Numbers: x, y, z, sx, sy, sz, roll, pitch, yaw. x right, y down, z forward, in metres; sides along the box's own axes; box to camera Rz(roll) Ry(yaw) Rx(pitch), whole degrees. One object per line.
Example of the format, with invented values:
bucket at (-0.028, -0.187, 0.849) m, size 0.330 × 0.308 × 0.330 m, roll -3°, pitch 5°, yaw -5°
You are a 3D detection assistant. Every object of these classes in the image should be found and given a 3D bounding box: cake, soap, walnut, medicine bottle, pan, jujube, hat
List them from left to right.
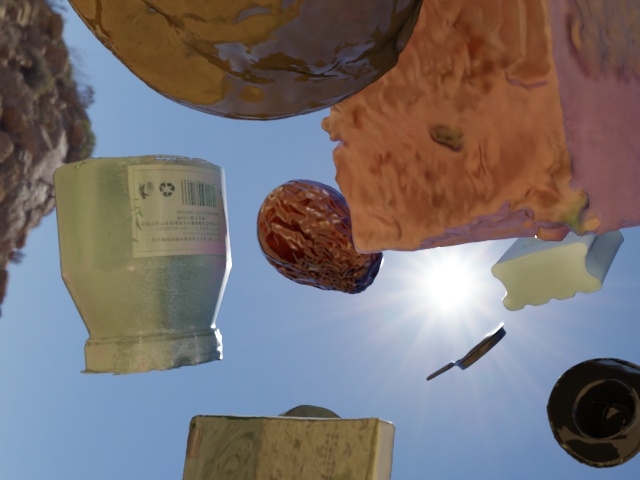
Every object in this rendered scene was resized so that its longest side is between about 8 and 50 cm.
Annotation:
medicine bottle at (-0.252, 0.040, 1.001) m, size 0.245 × 0.245 × 0.290 m, roll -9°, pitch -97°, yaw 53°
walnut at (-0.036, -0.177, 0.382) m, size 0.228 × 0.228 × 0.228 m, roll -19°, pitch -114°, yaw 50°
jujube at (0.000, 0.000, 1.119) m, size 0.236 × 0.168 × 0.168 m, roll 34°, pitch -71°, yaw 34°
pan at (0.312, 0.253, 1.486) m, size 0.028 × 0.136 × 0.235 m, roll 52°, pitch -50°, yaw 10°
cake at (0.167, -0.156, 0.636) m, size 0.314 × 0.293 × 0.307 m, roll -1°, pitch -76°, yaw 55°
soap at (0.410, 0.021, 1.181) m, size 0.159 × 0.265 × 0.088 m, roll -19°, pitch -84°, yaw 34°
hat at (0.279, 0.167, 0.664) m, size 0.121 × 0.050 × 0.121 m, roll -33°, pitch -150°, yaw 22°

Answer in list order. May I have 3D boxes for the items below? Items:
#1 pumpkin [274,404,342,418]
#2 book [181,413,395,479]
pumpkin at (-0.030, 0.342, 1.098) m, size 0.217 × 0.217 × 0.110 m, roll 46°, pitch -45°, yaw 49°
book at (-0.064, 0.312, 0.708) m, size 0.379 × 0.031 × 0.264 m, roll -19°, pitch -122°, yaw 52°
